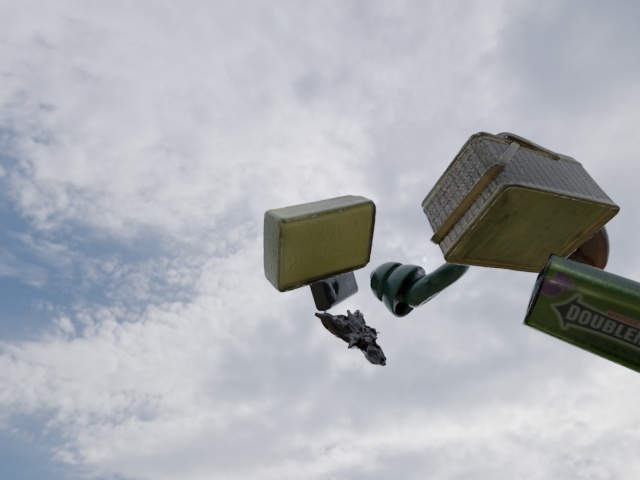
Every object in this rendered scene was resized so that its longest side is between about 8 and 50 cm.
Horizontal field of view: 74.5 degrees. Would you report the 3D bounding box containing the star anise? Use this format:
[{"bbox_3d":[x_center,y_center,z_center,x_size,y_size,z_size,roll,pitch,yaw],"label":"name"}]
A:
[{"bbox_3d":[0.056,0.184,0.864,0.157,0.212,0.053,22,-76,-1],"label":"star anise"}]

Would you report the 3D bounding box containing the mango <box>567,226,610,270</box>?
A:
[{"bbox_3d":[0.626,-0.035,1.060,0.133,0.267,0.111,-37,-27,26],"label":"mango"}]

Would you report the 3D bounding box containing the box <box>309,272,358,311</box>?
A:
[{"bbox_3d":[0.039,0.120,1.307,0.050,0.230,0.160,-17,-91,30],"label":"box"}]

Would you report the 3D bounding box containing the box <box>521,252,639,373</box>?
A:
[{"bbox_3d":[0.493,0.139,0.619,0.346,0.097,0.134,23,-53,27],"label":"box"}]

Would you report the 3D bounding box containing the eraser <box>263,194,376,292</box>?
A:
[{"bbox_3d":[0.000,0.000,0.636,0.172,0.058,0.117,-14,-60,-32],"label":"eraser"}]

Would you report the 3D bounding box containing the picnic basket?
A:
[{"bbox_3d":[0.393,-0.075,0.876,0.313,0.175,0.228,7,-44,-21],"label":"picnic basket"}]

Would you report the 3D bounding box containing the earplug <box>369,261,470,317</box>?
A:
[{"bbox_3d":[0.278,0.109,1.243,0.280,0.257,0.164,15,-11,37],"label":"earplug"}]
